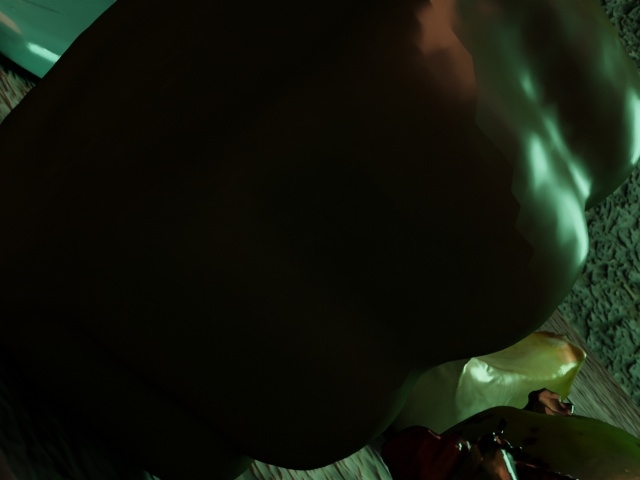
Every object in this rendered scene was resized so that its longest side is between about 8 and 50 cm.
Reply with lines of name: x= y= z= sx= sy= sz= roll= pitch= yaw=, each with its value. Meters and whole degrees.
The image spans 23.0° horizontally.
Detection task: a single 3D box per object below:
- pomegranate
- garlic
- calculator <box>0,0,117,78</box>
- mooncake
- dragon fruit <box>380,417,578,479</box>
pomegranate: x=0.135 y=0.224 z=0.981 sx=0.211 sy=0.211 sz=0.263 roll=21 pitch=69 yaw=-68
garlic: x=0.129 y=0.122 z=1.361 sx=0.245 sy=0.164 sz=0.145 roll=11 pitch=54 yaw=-65
calculator: x=-0.249 y=-0.210 z=1.397 sx=0.256 sy=0.054 sz=0.386 roll=51 pitch=14 yaw=18
mooncake: x=-0.009 y=-0.042 z=0.861 sx=0.201 sy=0.378 sz=0.378 roll=48 pitch=9 yaw=-26
dragon fruit: x=0.110 y=0.130 z=0.794 sx=0.192 sy=0.092 sz=0.122 roll=33 pitch=28 yaw=-32
